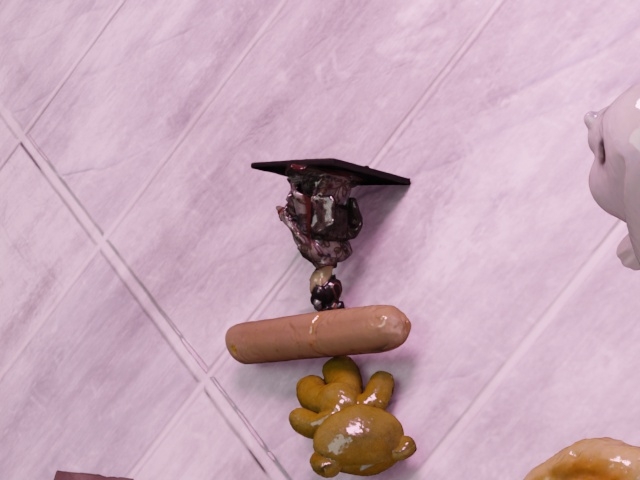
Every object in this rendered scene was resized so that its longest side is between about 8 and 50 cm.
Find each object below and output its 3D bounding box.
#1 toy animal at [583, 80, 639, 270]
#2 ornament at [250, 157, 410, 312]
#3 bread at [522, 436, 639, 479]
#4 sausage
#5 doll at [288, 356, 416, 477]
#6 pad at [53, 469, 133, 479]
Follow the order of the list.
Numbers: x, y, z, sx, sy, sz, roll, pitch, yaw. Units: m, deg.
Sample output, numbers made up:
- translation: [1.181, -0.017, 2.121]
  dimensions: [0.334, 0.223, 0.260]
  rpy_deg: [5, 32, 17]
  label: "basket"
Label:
- translation: [0.378, -0.043, 1.411]
  dimensions: [0.174, 0.289, 0.249]
  rpy_deg: [12, 95, 45]
  label: "toy animal"
- translation: [0.000, 0.000, 1.843]
  dimensions: [0.153, 0.166, 0.196]
  rpy_deg: [-2, 80, 45]
  label: "ornament"
- translation: [0.283, 0.314, 1.372]
  dimensions: [0.244, 0.134, 0.244]
  rpy_deg: [-22, 56, 36]
  label: "bread"
- translation: [-0.008, 0.121, 1.797]
  dimensions: [0.301, 0.066, 0.066]
  rpy_deg: [-13, 58, 46]
  label: "sausage"
- translation: [0.034, 0.219, 1.718]
  dimensions: [0.137, 0.097, 0.209]
  rpy_deg: [-19, 29, -3]
  label: "doll"
- translation: [-0.336, 0.386, 2.017]
  dimensions: [0.187, 0.006, 0.113]
  rpy_deg: [-4, 65, 44]
  label: "pad"
